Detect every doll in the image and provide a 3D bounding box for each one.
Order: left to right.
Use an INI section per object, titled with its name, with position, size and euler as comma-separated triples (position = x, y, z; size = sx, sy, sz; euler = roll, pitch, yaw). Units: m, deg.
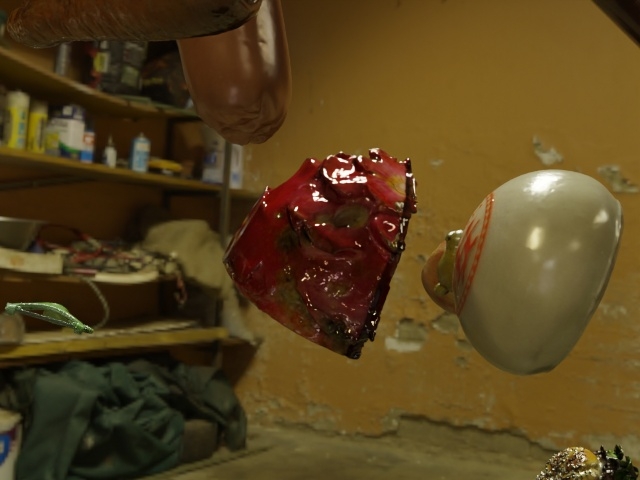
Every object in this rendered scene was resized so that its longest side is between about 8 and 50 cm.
[doll]
position = 0.254, -0.001, 1.261
size = 0.097, 0.209, 0.137
euler = 41, -34, 0

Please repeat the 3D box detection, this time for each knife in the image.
[knife]
position = -0.256, 0.073, 0.767
size = 0.078, 0.022, 0.166
euler = 24, -10, -11

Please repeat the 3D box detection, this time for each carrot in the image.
[carrot]
position = -0.135, -0.151, 0.505
size = 0.248, 0.059, 0.059
euler = 4, -1, 37

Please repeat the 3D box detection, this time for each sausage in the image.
[sausage]
position = -0.080, -0.215, 0.601
size = 0.086, 0.288, 0.086
euler = -10, -7, -1

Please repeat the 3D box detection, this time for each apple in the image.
[apple]
position = 0.261, 0.064, 1.497
size = 0.131, 0.146, 0.146
euler = 26, 5, 18

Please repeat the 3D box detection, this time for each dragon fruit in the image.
[dragon fruit]
position = 0.000, 0.000, 0.746
size = 0.189, 0.162, 0.261
euler = -5, 20, -2

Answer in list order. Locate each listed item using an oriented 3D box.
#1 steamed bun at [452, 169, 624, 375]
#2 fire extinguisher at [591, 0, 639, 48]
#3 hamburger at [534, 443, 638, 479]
[steamed bun]
position = 0.221, 0.026, 0.870
size = 0.145, 0.231, 0.232
euler = 23, 0, 6
[fire extinguisher]
position = 0.328, -0.336, 0.875
size = 0.344, 0.138, 0.102
euler = 40, -1, -12
[hamburger]
position = 0.366, 0.360, 1.130
size = 0.093, 0.189, 0.164
euler = 35, 18, -2
